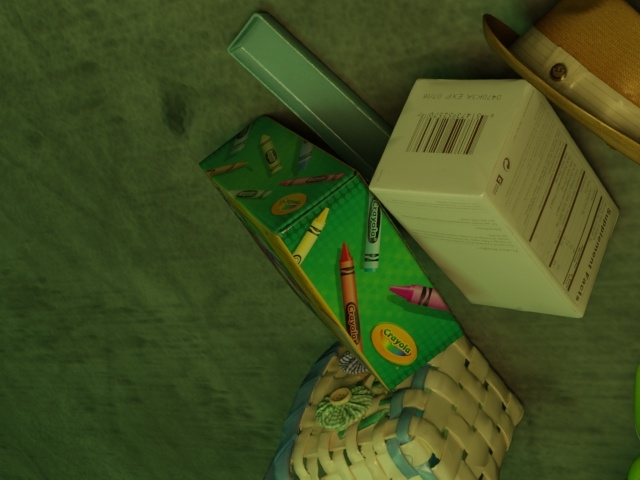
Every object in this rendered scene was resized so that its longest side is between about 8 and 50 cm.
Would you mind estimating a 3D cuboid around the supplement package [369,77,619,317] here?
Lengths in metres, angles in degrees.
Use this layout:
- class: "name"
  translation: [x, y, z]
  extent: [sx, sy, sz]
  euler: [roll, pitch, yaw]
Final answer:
- class: "supplement package"
  translation: [0.138, -0.031, 0.970]
  extent: [0.105, 0.105, 0.179]
  euler: [6, 152, 39]

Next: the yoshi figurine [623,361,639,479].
- class: "yoshi figurine"
  translation: [0.350, 0.159, 0.982]
  extent: [0.203, 0.204, 0.362]
  euler: [13, 138, 8]

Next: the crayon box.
- class: "crayon box"
  translation: [0.000, 0.000, 1.081]
  extent: [0.165, 0.081, 0.278]
  euler: [55, 174, -22]

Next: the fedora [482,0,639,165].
- class: "fedora"
  translation: [0.200, -0.116, 0.857]
  extent: [0.194, 0.194, 0.079]
  euler: [37, 105, 2]

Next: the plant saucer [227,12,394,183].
- class: "plant saucer"
  translation: [0.004, -0.121, 1.110]
  extent: [0.192, 0.018, 0.067]
  euler: [43, 145, -5]

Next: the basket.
- class: "basket"
  translation: [0.041, 0.214, 1.261]
  extent: [0.289, 0.255, 0.201]
  euler: [-33, 107, 35]
